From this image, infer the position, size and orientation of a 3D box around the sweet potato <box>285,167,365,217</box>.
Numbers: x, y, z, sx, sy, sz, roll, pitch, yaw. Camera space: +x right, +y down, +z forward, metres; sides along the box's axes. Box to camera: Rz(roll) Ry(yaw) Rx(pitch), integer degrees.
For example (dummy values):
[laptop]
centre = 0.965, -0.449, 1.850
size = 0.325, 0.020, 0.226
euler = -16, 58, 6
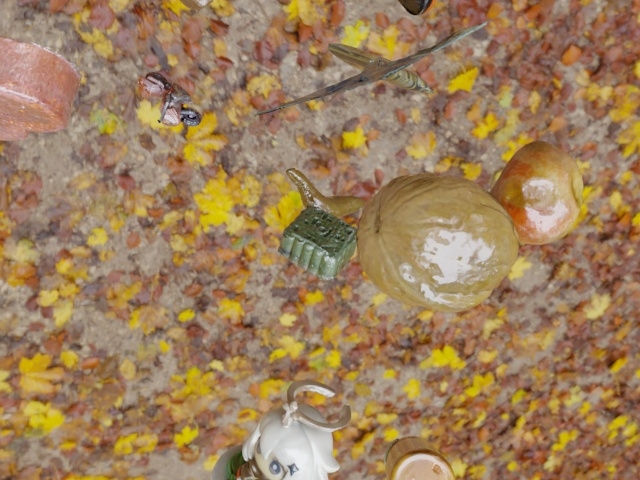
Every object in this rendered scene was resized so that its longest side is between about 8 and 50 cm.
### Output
[sweet potato]
centre = 0.007, -0.123, 1.935
size = 0.346, 0.079, 0.108
euler = 21, 77, -45

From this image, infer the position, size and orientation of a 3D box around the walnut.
[walnut]
centre = 0.243, 0.005, 1.303
size = 0.333, 0.332, 0.332
euler = -10, 124, -16

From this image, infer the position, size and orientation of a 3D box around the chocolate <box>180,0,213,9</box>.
[chocolate]
centre = -0.269, -0.673, 1.559
size = 0.093, 0.148, 0.214
euler = 39, 88, -32

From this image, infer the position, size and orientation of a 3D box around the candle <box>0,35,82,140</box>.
[candle]
centre = -0.587, -0.263, 1.075
size = 0.287, 0.317, 0.131
euler = 28, 67, -51

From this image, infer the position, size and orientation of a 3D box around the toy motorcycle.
[toy motorcycle]
centre = -0.430, -0.391, 1.766
size = 0.118, 0.212, 0.084
euler = -34, 166, -45

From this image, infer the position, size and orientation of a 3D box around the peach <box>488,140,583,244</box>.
[peach]
centre = 0.493, -0.111, 1.457
size = 0.214, 0.214, 0.235
euler = 10, 98, -27

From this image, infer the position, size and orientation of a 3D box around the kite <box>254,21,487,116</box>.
[kite]
centre = 0.063, -0.227, 0.844
size = 0.336, 0.314, 0.011
euler = -19, 107, 9

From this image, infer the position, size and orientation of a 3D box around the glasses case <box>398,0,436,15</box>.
[glasses case]
centre = 0.161, -0.587, 1.310
size = 0.067, 0.266, 0.103
euler = -20, 164, -25

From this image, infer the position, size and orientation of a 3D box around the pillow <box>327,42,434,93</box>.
[pillow]
centre = 0.146, -0.418, 1.533
size = 0.212, 0.208, 0.052
euler = 15, 106, -35

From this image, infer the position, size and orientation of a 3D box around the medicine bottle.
[medicine bottle]
centre = 0.152, 0.364, 0.994
size = 0.096, 0.096, 0.192
euler = -29, 170, -2

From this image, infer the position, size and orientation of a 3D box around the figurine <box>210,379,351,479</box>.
[figurine]
centre = -0.027, 0.211, 0.639
size = 0.132, 0.132, 0.153
euler = 11, 119, -27

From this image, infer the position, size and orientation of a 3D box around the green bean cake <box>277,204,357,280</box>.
[green bean cake]
centre = 0.000, 0.000, 1.713
size = 0.173, 0.182, 0.094
euler = -46, 162, -46
